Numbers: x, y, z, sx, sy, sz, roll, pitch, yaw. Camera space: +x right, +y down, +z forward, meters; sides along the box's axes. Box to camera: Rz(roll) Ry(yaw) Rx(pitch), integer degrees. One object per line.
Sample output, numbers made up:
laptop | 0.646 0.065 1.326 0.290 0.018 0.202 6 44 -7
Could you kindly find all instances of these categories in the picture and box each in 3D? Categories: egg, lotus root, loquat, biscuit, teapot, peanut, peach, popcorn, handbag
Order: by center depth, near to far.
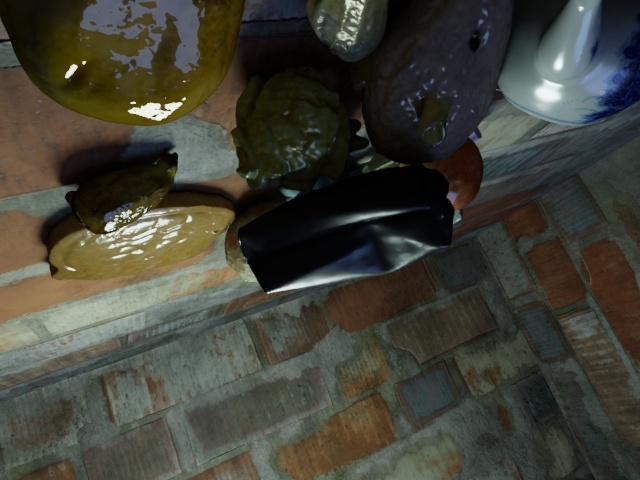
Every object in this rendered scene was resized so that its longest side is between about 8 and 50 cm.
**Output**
loquat | -0.153 -0.198 0.396 0.187 0.176 0.234 -13 153 -38
peanut | 0.035 -0.287 0.547 0.098 0.090 0.214 19 162 3
teapot | 0.388 -0.323 0.703 0.424 0.252 0.280 -41 152 -45
popcorn | -0.035 -0.160 0.730 0.185 0.167 0.187 -10 169 31
lotus root | -0.310 -0.078 0.803 0.190 0.094 0.108 -26 -158 -9
handbag | 0.059 -0.034 0.811 0.342 0.152 0.288 -15 -169 23
biscuit | -0.381 0.003 1.062 0.385 0.062 0.365 -12 164 -39
peach | 0.282 -0.174 1.172 0.232 0.232 0.232 -22 167 -5
egg | -0.126 -0.001 1.192 0.233 0.195 0.195 -44 163 9

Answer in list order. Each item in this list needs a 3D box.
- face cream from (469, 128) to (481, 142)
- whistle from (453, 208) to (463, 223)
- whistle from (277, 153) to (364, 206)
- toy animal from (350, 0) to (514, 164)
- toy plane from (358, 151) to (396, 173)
face cream | 0.320 -0.238 1.284 0.198 0.057 0.084 -32 166 29
whistle | 0.300 -0.048 1.753 0.404 0.168 0.188 -21 166 -4
whistle | -0.003 -0.126 1.013 0.180 0.093 0.269 -48 -159 -24
toy animal | 0.155 -0.225 0.724 0.226 0.188 0.358 -45 158 -12
toy plane | 0.071 -0.140 1.183 0.256 0.104 0.242 -32 -179 9
